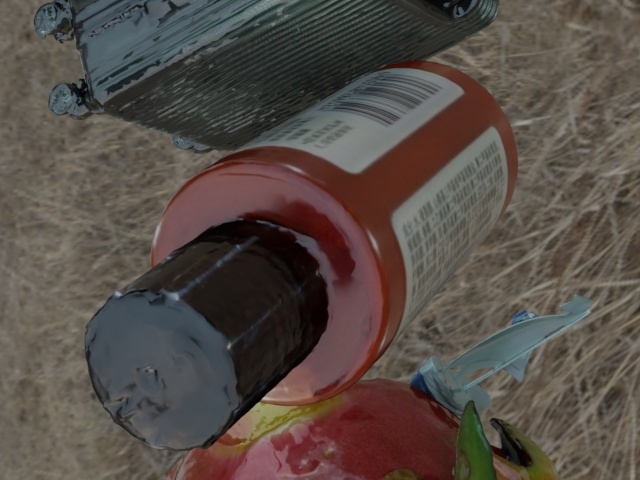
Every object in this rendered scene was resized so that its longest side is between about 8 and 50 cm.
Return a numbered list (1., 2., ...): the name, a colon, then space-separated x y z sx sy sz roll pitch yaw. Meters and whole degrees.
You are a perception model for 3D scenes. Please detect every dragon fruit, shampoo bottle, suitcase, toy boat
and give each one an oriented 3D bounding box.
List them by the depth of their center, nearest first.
1. shampoo bottle: 0.000 0.000 0.508 0.104 0.278 0.104 9 112 22
2. dragon fruit: 0.017 0.190 0.811 0.291 0.291 0.189 -17 66 28
3. toy boat: 0.121 0.087 0.852 0.149 0.105 0.034 -43 54 36
4. suitcase: -0.039 -0.175 0.878 0.312 0.202 0.128 -22 72 30
